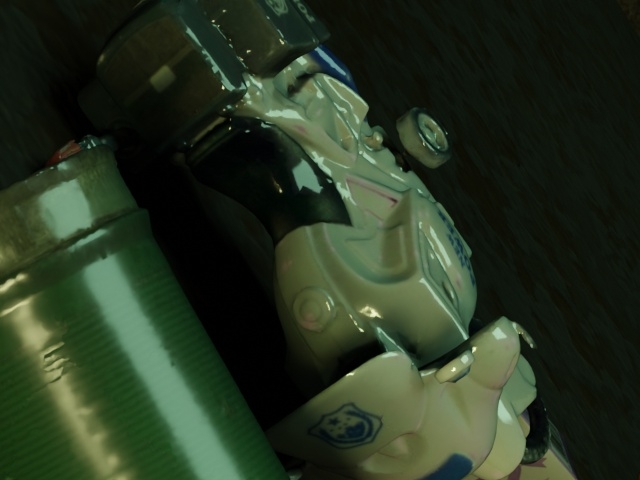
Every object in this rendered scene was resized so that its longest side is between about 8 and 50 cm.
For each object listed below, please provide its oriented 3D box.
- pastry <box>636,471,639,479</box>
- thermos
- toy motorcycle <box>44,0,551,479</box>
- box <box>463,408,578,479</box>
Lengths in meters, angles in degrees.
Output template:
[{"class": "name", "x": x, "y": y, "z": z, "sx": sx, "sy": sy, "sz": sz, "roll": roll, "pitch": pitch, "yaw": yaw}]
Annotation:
[{"class": "pastry", "x": 0.289, "y": 0.223, "z": 0.787, "sx": 0.405, "sy": 0.292, "sz": 0.337, "roll": 61, "pitch": 26, "yaw": -26}, {"class": "thermos", "x": -0.044, "y": 0.076, "z": 0.496, "sx": 0.073, "sy": 0.083, "sz": 0.188, "roll": -27, "pitch": 88, "yaw": -50}, {"class": "toy motorcycle", "x": 0.000, "y": 0.000, "z": 0.670, "sx": 0.221, "sy": 0.102, "sz": 0.150, "roll": 54, "pitch": 28, "yaw": 1}, {"class": "box", "x": 0.054, "y": 0.068, "z": 0.784, "sx": 0.117, "sy": 0.050, "sz": 0.036, "roll": 47, "pitch": 14, "yaw": -30}]
